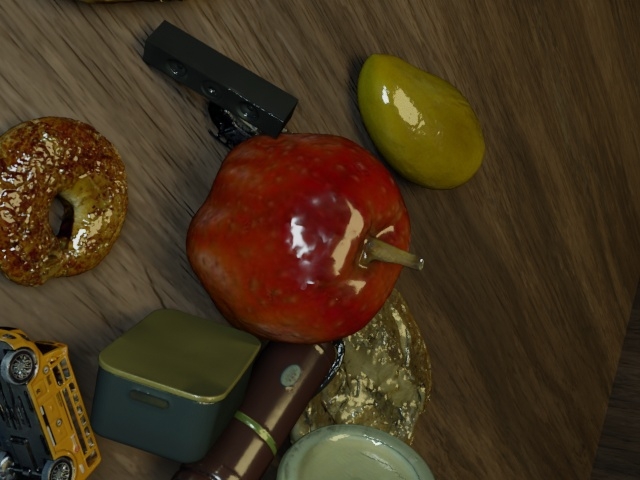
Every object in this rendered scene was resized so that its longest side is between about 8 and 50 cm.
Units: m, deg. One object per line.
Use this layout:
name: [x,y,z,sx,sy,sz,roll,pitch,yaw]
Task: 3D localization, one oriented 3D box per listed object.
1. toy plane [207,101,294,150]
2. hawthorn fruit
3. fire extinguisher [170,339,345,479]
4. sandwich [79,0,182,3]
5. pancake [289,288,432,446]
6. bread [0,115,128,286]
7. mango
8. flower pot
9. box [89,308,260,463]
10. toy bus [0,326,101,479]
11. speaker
toy plane: [-0.093,-0.159,1.074,0.197,0.053,0.078,32,58,-45]
hawthorn fruit: [0.000,0.000,0.973,0.287,0.330,0.287,-11,106,-41]
fire extinguisher: [-0.080,0.211,1.044,0.341,0.141,0.105,-55,165,-33]
sandwich: [-0.222,-0.407,0.840,0.254,0.099,0.289,-18,107,-52]
pancake: [0.066,0.233,1.286,0.387,0.082,0.387,1,89,-49]
bread: [-0.282,-0.043,0.819,0.193,0.064,0.193,-13,106,-53]
mango: [0.183,-0.198,1.378,0.331,0.142,0.195,16,75,-45]
flower pot: [0.024,0.403,1.031,0.307,0.307,0.244,-29,140,-49]
box: [-0.162,0.162,0.876,0.201,0.144,0.090,-53,159,-75]
toy bus: [-0.298,0.169,0.794,0.088,0.083,0.195,-43,129,-54]
speaker: [-0.122,-0.197,0.938,0.046,0.191,0.040,-60,180,-32]
